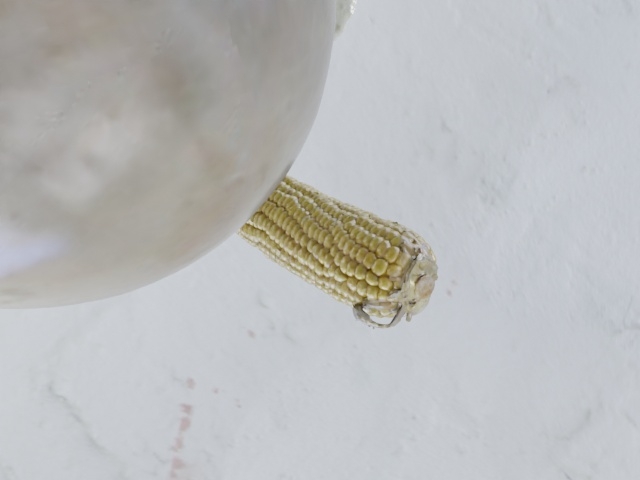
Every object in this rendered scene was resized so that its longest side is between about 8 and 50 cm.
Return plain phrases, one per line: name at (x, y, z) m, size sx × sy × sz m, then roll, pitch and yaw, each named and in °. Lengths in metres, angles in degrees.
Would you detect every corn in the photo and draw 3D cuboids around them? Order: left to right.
corn at (0.000, 0.000, 1.100) m, size 0.293 × 0.106 × 0.106 m, roll 27°, pitch -96°, yaw 42°

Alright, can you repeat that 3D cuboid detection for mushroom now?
mushroom at (-0.174, -0.141, 0.645) m, size 0.362 × 0.362 × 0.294 m, roll -39°, pitch -151°, yaw 3°

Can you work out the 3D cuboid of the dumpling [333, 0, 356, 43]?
dumpling at (-0.066, -0.268, 0.990) m, size 0.166 × 0.126 × 0.216 m, roll -51°, pitch -136°, yaw -7°
